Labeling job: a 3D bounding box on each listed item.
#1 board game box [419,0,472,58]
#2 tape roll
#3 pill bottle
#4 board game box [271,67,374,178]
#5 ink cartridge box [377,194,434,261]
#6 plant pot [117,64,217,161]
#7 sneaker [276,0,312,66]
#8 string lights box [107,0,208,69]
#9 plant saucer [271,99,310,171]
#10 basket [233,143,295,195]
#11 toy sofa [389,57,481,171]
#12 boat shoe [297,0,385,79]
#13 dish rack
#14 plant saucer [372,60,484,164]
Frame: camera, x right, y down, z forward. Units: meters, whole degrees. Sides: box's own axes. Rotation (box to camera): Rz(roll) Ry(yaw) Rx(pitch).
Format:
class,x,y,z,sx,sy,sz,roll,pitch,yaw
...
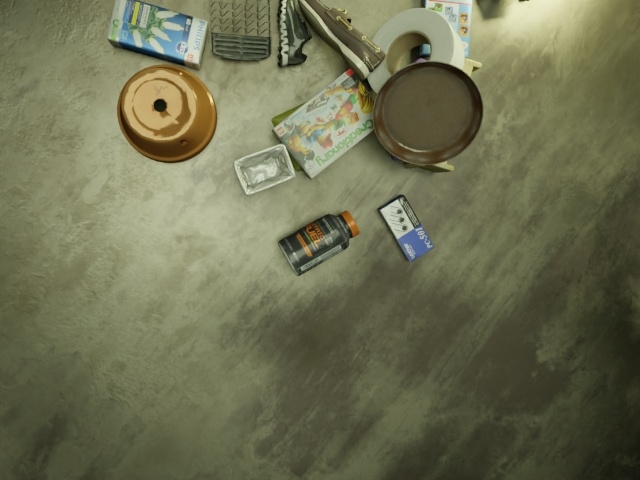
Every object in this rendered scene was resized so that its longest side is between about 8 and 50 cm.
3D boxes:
class,x,y,z,sx,sy,sz,roll,pitch,yaw
board game box,0.408,-0.705,1.665,0.160,0.039,0.211,2,95,-9
tape roll,0.281,-0.543,1.549,0.287,0.100,0.285,-3,85,33
pill bottle,0.000,0.000,1.622,0.246,0.130,0.130,-30,99,-6
board game box,0.028,-0.358,1.583,0.305,0.053,0.193,-39,101,-4
ink cartridge box,0.284,-0.041,1.707,0.097,0.046,0.207,-32,100,-4
plant pot,-0.449,-0.372,1.475,0.291,0.203,0.290,-1,97,-9
sneaker,-0.079,-0.653,1.575,0.106,0.078,0.234,-1,100,-12
string lights box,-0.474,-0.610,1.510,0.260,0.077,0.133,12,92,-10
plant saucer,-0.031,-0.342,1.626,0.189,0.045,0.188,-27,99,-6
basket,-0.175,-0.218,1.585,0.167,0.103,0.113,-21,99,-6
toy sofa,0.360,-0.405,1.631,0.177,0.150,0.362,14,93,-12
boat shoe,0.061,-0.633,1.549,0.097,0.116,0.324,-41,80,3
dish rack,-0.237,-0.683,1.534,0.209,0.074,0.271,-2,96,-15
plant saucer,0.307,-0.366,1.475,0.311,0.050,0.310,6,127,8
